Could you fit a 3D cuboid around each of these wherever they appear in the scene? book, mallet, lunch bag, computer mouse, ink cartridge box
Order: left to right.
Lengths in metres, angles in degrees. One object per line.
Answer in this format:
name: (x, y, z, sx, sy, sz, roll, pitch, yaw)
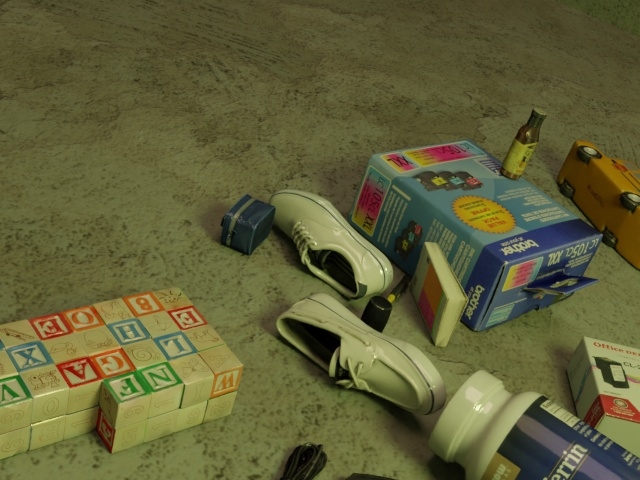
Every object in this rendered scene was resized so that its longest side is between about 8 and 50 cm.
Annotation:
lunch bag: (-0.123, -0.026, 1.503, 0.065, 0.067, 0.098, 24, 34, 12)
computer mouse: (0.056, 0.326, 1.055, 0.262, 0.060, 0.184, 26, 33, 15)
mallet: (0.105, 0.101, 1.451, 0.039, 0.062, 0.189, 28, 19, 12)
book: (0.178, 0.083, 1.448, 0.035, 0.096, 0.144, 4, 35, -17)
ink cartridge box: (0.282, -0.005, 1.584, 0.270, 0.151, 0.395, -14, 45, -39)
ink cartridge box: (0.445, 0.232, 1.363, 0.127, 0.072, 0.175, 13, 33, -5)

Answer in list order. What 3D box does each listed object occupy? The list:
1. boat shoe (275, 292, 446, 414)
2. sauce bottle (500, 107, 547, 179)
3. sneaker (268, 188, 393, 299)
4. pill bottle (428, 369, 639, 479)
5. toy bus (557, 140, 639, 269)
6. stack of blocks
boat shoe: (0.048, 0.162, 1.272, 0.267, 0.096, 0.088, 36, 41, 30)
sauce bottle: (0.355, -0.168, 1.610, 0.042, 0.128, 0.042, 15, 31, -9)
sneaker: (0.000, 0.000, 1.494, 0.258, 0.094, 0.091, 35, 32, 26)
pill bottle: (0.274, 0.281, 1.136, 0.264, 0.153, 0.153, 32, 35, 25)
toy bus: (0.613, -0.075, 1.872, 0.130, 0.108, 0.333, 3, 34, -21)
stack of blocks: (-0.267, 0.166, 1.126, 0.297, 0.087, 0.171, -11, 42, -37)
